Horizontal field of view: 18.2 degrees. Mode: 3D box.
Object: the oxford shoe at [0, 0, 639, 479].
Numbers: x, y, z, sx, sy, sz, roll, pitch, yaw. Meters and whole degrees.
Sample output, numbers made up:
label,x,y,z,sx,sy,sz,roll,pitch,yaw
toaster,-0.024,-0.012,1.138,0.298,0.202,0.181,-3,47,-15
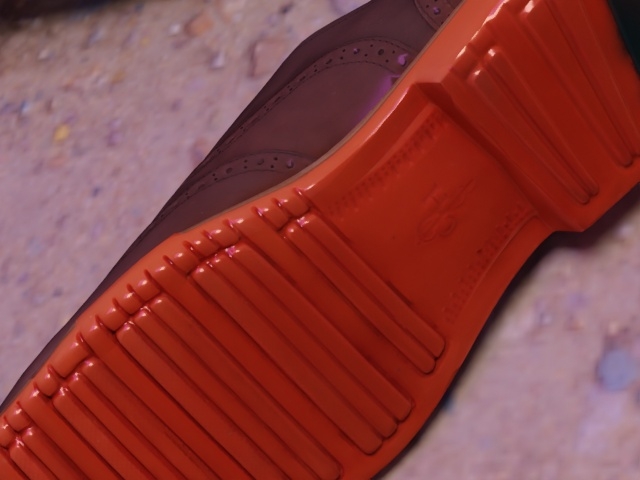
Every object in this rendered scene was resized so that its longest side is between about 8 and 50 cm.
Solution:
label,x,y,z,sx,sy,sz,roll,pitch,yaw
oxford shoe,0.000,0.000,0.608,0.271,0.097,0.098,-39,26,-4
